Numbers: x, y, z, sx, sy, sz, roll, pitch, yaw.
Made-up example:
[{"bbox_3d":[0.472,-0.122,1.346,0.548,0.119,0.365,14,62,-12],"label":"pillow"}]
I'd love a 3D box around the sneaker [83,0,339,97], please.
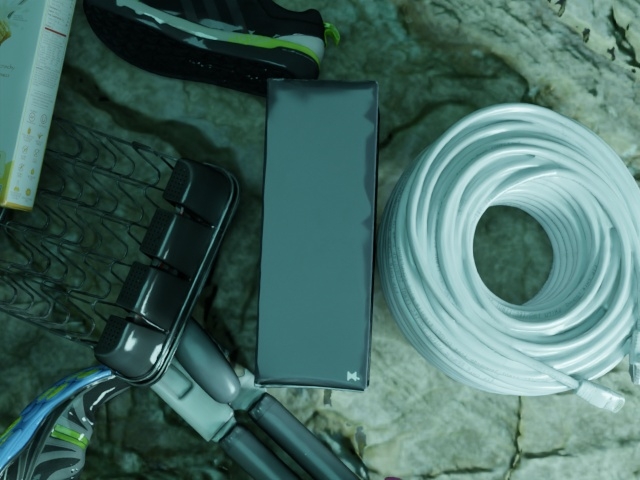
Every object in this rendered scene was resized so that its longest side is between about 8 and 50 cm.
[{"bbox_3d":[-0.100,-0.201,1.622,0.235,0.084,0.097,18,63,0],"label":"sneaker"}]

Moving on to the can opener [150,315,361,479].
[{"bbox_3d":[-0.057,0.176,1.585,0.280,0.093,0.074,44,87,-2],"label":"can opener"}]

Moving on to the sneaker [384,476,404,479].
[{"bbox_3d":[0.071,0.336,1.561,0.111,0.103,0.252,13,107,-31],"label":"sneaker"}]

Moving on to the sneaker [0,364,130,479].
[{"bbox_3d":[-0.237,0.181,1.580,0.078,0.067,0.188,50,64,-14],"label":"sneaker"}]

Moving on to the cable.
[{"bbox_3d":[0.178,0.010,1.563,0.257,0.089,0.257,16,76,-15],"label":"cable"}]

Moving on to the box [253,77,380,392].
[{"bbox_3d":[0.000,0.000,1.543,0.103,0.184,0.261,2,86,0],"label":"box"}]

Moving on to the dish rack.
[{"bbox_3d":[-0.225,-0.008,1.576,0.271,0.074,0.208,19,82,31],"label":"dish rack"}]

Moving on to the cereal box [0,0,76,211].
[{"bbox_3d":[-0.313,-0.155,1.586,0.173,0.047,0.240,8,86,32],"label":"cereal box"}]
